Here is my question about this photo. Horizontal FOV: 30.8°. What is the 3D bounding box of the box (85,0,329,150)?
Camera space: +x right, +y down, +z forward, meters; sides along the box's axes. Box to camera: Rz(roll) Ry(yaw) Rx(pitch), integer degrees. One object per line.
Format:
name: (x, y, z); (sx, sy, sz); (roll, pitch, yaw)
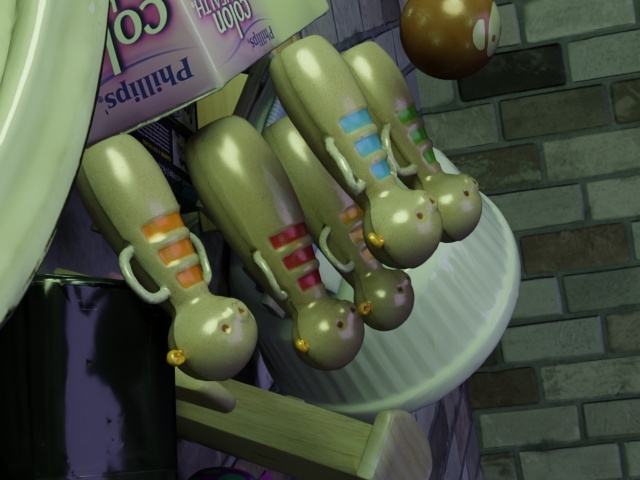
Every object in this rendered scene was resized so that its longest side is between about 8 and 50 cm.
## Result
box: (-0.121, -0.201, 0.677); (0.243, 0.117, 0.213); (63, 23, -13)

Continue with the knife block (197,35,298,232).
knife block: (-0.081, -0.178, 1.035); (0.242, 0.088, 0.276); (68, 20, -44)

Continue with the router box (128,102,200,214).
router box: (-0.141, -0.102, 0.807); (0.179, 0.046, 0.133); (37, 45, -65)

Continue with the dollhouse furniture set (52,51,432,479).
dollhouse furniture set: (0.000, 0.000, 0.819); (0.286, 0.198, 0.303); (56, 52, -62)

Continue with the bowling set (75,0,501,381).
bowling set: (0.028, -0.029, 0.618); (0.154, 0.200, 0.287); (59, 26, 3)

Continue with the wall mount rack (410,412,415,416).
wall mount rack: (0.059, 0.318, 0.977); (0.350, 0.130, 0.304); (-140, -137, -75)

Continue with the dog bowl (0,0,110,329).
dog bowl: (-0.211, -0.130, 0.267); (0.408, 0.150, 0.408); (-4, 90, -71)

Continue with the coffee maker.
coffee maker: (-0.111, 0.109, 0.562); (0.120, 0.171, 0.178); (36, 48, -74)

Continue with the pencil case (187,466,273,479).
pencil case: (-0.074, 0.245, 0.857); (0.064, 0.070, 0.152); (63, 22, -53)

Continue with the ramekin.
ramekin: (0.038, 0.019, 1.071); (0.127, 0.272, 0.273); (53, 30, -42)
